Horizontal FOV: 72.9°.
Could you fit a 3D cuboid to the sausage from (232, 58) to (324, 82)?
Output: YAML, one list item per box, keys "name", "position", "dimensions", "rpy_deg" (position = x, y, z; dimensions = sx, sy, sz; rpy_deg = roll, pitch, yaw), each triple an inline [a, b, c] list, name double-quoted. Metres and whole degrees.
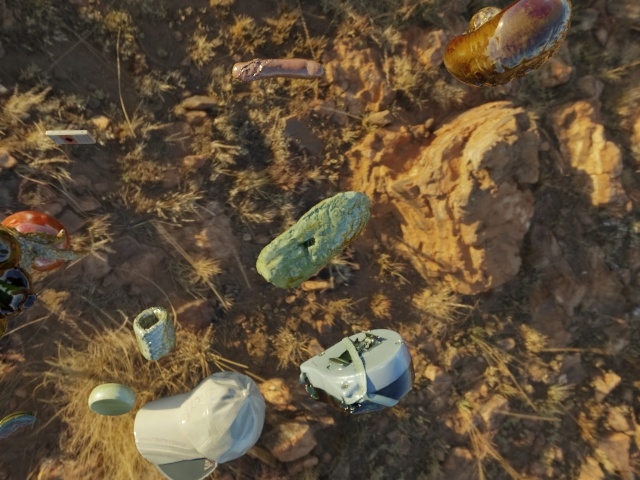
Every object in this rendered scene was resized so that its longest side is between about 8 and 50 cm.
- name: "sausage"
  position: [-0.139, -0.565, 1.437]
  dimensions: [0.304, 0.078, 0.078]
  rpy_deg: [-8, 95, -12]

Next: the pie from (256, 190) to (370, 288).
- name: "pie"
  position: [0.000, 0.000, 0.828]
  dimensions: [0.248, 0.201, 0.090]
  rpy_deg: [-41, 74, 3]

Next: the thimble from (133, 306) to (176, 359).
- name: "thimble"
  position: [-0.636, 0.358, 1.665]
  dimensions: [0.137, 0.190, 0.144]
  rpy_deg: [-7, 113, -6]

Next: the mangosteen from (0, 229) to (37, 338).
- name: "mangosteen"
  position: [-0.670, 0.090, 0.792]
  dimensions: [0.287, 0.233, 0.288]
  rpy_deg: [11, 59, -20]

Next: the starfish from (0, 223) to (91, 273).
- name: "starfish"
  position: [-0.812, 0.027, 1.157]
  dimensions: [0.374, 0.327, 0.094]
  rpy_deg: [14, 122, -37]

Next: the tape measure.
- name: "tape measure"
  position: [0.079, 0.237, 0.802]
  dimensions: [0.181, 0.182, 0.107]
  rpy_deg: [-29, 101, -31]

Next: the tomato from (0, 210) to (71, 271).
- name: "tomato"
  position: [-0.994, -0.006, 1.514]
  dimensions: [0.232, 0.232, 0.189]
  rpy_deg: [35, 84, -21]

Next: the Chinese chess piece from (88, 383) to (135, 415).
- name: "Chinese chess piece"
  position: [-0.699, 0.535, 1.459]
  dimensions: [0.143, 0.059, 0.144]
  rpy_deg: [-5, 135, -5]

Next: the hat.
- name: "hat"
  position: [-0.257, 0.378, 0.946]
  dimensions: [0.274, 0.232, 0.161]
  rpy_deg: [-1, 118, -12]

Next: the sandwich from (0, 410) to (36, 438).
- name: "sandwich"
  position: [-1.048, 0.628, 1.470]
  dimensions: [0.135, 0.029, 0.067]
  rpy_deg: [-35, 119, -30]

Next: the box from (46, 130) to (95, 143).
- name: "box"
  position: [-0.543, -0.225, 0.945]
  dimensions: [0.083, 0.046, 0.012]
  rpy_deg: [-2, 77, -6]

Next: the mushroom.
- name: "mushroom"
  position: [0.388, -0.412, 0.908]
  dimensions: [0.253, 0.253, 0.154]
  rpy_deg: [-22, 96, -22]
